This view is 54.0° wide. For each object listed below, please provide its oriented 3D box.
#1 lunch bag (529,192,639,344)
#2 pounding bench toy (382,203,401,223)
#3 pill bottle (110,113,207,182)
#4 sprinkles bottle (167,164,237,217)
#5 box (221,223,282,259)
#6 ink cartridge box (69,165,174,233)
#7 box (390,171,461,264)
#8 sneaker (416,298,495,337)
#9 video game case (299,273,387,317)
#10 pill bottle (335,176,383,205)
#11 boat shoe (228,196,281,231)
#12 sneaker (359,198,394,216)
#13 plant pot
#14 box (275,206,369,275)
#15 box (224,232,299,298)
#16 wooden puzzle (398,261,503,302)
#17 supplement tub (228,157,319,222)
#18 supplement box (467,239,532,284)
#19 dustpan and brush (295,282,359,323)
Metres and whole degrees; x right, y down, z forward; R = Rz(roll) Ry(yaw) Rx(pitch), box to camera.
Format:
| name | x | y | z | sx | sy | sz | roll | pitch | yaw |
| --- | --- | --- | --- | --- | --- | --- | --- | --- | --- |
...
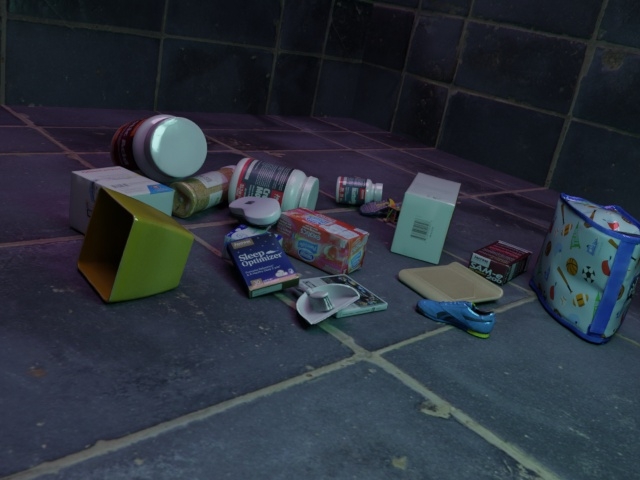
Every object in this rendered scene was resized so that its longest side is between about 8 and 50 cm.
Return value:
| name | x | y | z | sx | sy | sz | roll | pitch | yaw |
| --- | --- | --- | --- | --- | --- | --- | --- | --- | --- |
| lunch bag | 0.794 | 0.078 | 1.824 | 0.238 | 0.328 | 0.385 | 11 | 18 | 3 |
| pounding bench toy | 0.278 | -0.102 | 2.396 | 0.083 | 0.065 | 0.052 | -8 | 28 | -42 |
| pill bottle | -0.545 | -0.305 | 2.111 | 0.224 | 0.224 | 0.392 | -2 | 6 | -34 |
| sprinkles bottle | -0.380 | -0.172 | 2.141 | 0.121 | 0.121 | 0.355 | 18 | 21 | 18 |
| box | -0.194 | 0.017 | 1.805 | 0.137 | 0.072 | 0.126 | 16 | 21 | 12 |
| ink cartridge box | -0.558 | -0.091 | 1.753 | 0.232 | 0.168 | 0.171 | 23 | 23 | 29 |
| box | 0.373 | -0.086 | 2.189 | 0.168 | 0.215 | 0.345 | 16 | 21 | 11 |
| sneaker | 0.357 | 0.182 | 1.654 | 0.209 | 0.082 | 0.069 | 19 | 23 | 24 |
| video game case | 0.054 | 0.145 | 1.673 | 0.173 | 0.022 | 0.190 | -5 | 25 | -37 |
| pill bottle | 0.153 | -0.193 | 2.479 | 0.180 | 0.108 | 0.108 | 5 | 19 | 6 |
| boat shoe | -0.193 | -0.066 | 1.933 | 0.108 | 0.102 | 0.301 | -31 | 21 | -23 |
| sneaker | 0.217 | -0.118 | 2.435 | 0.144 | 0.059 | 0.053 | -10 | 59 | -16 |
| plant pot | -0.434 | 0.016 | 1.511 | 0.187 | 0.212 | 0.212 | 10 | 16 | -44 |
| box | 0.000 | 0.000 | 1.882 | 0.256 | 0.123 | 0.128 | 23 | 22 | 29 |
| box | -0.161 | 0.050 | 1.660 | 0.136 | 0.037 | 0.225 | -14 | 43 | -20 |
| wooden puzzle | 0.382 | 0.136 | 1.856 | 0.238 | 0.044 | 0.221 | -8 | 28 | -33 |
| supplement tub | -0.158 | -0.161 | 2.131 | 0.272 | 0.191 | 0.191 | 14 | 20 | 9 |
| supplement box | 0.601 | 0.071 | 2.098 | 0.130 | 0.073 | 0.239 | 24 | 22 | 32 |
| dustpan and brush | -0.014 | 0.140 | 1.566 | 0.147 | 0.060 | 0.211 | -28 | 11 | -22 |
